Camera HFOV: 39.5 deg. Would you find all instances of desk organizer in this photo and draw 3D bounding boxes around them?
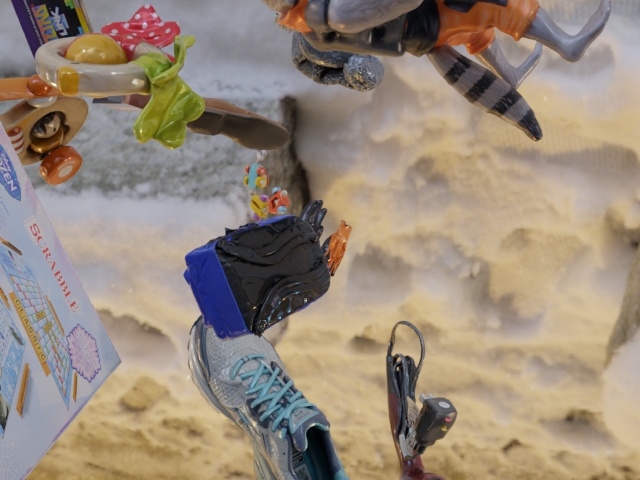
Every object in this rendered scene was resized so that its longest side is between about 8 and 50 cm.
[{"bbox_3d":[-0.323,-0.240,1.463,0.050,0.047,0.130,15,179,-36],"label":"desk organizer"}]

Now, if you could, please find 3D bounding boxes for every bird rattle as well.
[{"bbox_3d":[-0.256,-0.234,1.132,0.206,0.253,0.143,-6,128,-29],"label":"bird rattle"}]

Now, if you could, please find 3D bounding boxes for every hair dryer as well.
[{"bbox_3d":[0.125,0.272,1.130,0.080,0.224,0.294,5,112,-8],"label":"hair dryer"}]

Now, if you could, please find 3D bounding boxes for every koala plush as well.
[{"bbox_3d":[0.002,-0.390,1.538,0.203,0.196,0.221,7,159,33],"label":"koala plush"}]

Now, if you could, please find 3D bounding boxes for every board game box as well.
[{"bbox_3d":[-0.336,0.058,0.839,0.065,0.318,0.319,-19,104,15],"label":"board game box"},{"bbox_3d":[-0.579,-0.482,1.944,0.141,0.048,0.170,-15,119,1],"label":"board game box"}]

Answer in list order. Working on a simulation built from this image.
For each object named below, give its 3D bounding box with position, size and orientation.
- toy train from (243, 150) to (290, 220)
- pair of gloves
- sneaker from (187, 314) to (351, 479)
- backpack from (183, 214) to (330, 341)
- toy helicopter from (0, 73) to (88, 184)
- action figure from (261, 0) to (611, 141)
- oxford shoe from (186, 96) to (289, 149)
[{"bbox_3d":[-0.108,-0.111,1.910,0.046,0.166,0.125,4,145,-38],"label":"toy train"},{"bbox_3d":[0.000,0.000,0.986,0.010,0.074,0.083,4,153,44],"label":"pair of gloves"},{"bbox_3d":[-0.045,0.194,1.033,0.283,0.110,0.122,59,148,-5],"label":"sneaker"},{"bbox_3d":[-0.060,0.028,0.836,0.101,0.120,0.098,-10,102,51],"label":"backpack"},{"bbox_3d":[-0.553,-0.205,1.584,0.140,0.355,0.235,49,123,12],"label":"toy helicopter"},{"bbox_3d":[0.089,-0.217,0.833,0.330,0.341,0.179,15,102,-6],"label":"action figure"},{"bbox_3d":[-0.155,-0.229,1.681,0.212,0.076,0.076,15,131,-30],"label":"oxford shoe"}]
